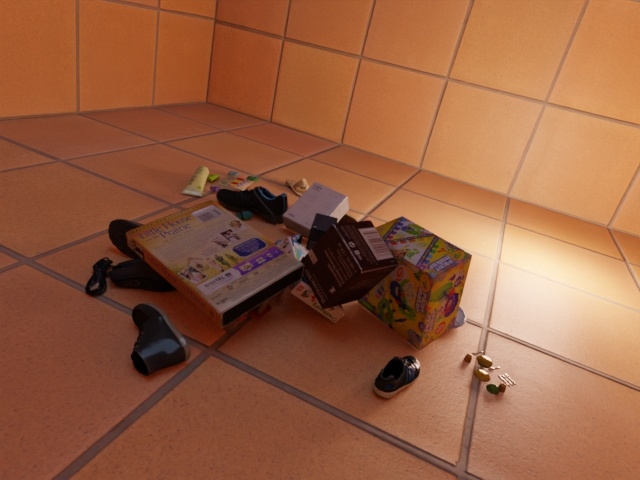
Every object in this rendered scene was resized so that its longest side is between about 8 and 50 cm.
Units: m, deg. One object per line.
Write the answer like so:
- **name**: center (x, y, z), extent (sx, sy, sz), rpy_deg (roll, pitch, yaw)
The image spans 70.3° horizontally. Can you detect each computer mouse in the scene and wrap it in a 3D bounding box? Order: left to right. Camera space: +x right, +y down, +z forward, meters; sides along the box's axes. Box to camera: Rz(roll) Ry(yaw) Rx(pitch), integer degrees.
- **computer mouse**: center (-0.548, 0.096, 1.369), extent (0.273, 0.072, 0.188), rpy_deg (5, 25, -17)

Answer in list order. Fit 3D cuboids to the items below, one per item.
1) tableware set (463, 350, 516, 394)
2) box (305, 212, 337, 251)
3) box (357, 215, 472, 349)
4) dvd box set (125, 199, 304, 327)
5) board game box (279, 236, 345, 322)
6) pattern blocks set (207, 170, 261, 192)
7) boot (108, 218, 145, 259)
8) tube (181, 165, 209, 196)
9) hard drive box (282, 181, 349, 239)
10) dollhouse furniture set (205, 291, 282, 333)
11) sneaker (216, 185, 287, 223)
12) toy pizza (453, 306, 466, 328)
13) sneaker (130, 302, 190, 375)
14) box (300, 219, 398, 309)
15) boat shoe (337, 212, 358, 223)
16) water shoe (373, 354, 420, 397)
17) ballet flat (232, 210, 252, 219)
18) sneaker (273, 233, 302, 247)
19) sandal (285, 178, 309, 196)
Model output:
- **tableware set**: center (0.483, 0.387, 1.329), extent (0.104, 0.024, 0.154), rpy_deg (-4, 31, -26)
- **box**: center (0.000, 0.000, 1.746), extent (0.093, 0.158, 0.156), rpy_deg (14, 25, 1)
- **box**: center (0.280, 0.127, 1.422), extent (0.177, 0.289, 0.279), rpy_deg (-23, 42, -32)
- **dvd box set**: center (-0.302, 0.043, 1.306), extent (0.421, 0.062, 0.308), rpy_deg (33, 41, 26)
- **board game box**: center (-0.033, 0.120, 1.493), extent (0.193, 0.053, 0.305), rpy_deg (38, 14, -25)
- **pattern blocks set**: center (-0.432, -0.282, 2.285), extent (0.286, 0.026, 0.325), rpy_deg (19, 25, 13)
- **boot**: center (-0.531, -0.006, 1.576), extent (0.339, 0.118, 0.222), rpy_deg (23, 21, -5)
- **tube**: center (-0.583, -0.276, 2.162), extent (0.070, 0.062, 0.240), rpy_deg (-25, 31, 18)
- **hard drive box**: center (-0.018, -0.121, 1.944), extent (0.181, 0.089, 0.232), rpy_deg (28, 62, 28)
- **dollhouse furniture set**: center (-0.267, 0.149, 1.378), extent (0.259, 0.135, 0.262), rpy_deg (34, 30, 15)
- **sneaker**: center (-0.298, -0.188, 2.019), extent (0.341, 0.139, 0.125), rpy_deg (17, 27, 10)
- **toy pizza**: center (0.402, 0.245, 1.575), extent (0.202, 0.032, 0.201), rpy_deg (11, 27, -6)
- **sneaker**: center (-0.431, 0.234, 1.119), extent (0.222, 0.083, 0.118), rpy_deg (31, 30, 31)
- **box**: center (0.079, 0.069, 1.325), extent (0.167, 0.203, 0.168), rpy_deg (-8, 58, -44)
- **boat shoe**: center (0.039, -0.107, 2.058), extent (0.286, 0.104, 0.089), rpy_deg (16, 23, 11)
- **water shoe**: center (0.217, 0.346, 1.209), extent (0.073, 0.080, 0.203), rpy_deg (28, 28, 28)
- **ballet flat**: center (-0.344, -0.104, 1.944), extent (0.041, 0.041, 0.114), rpy_deg (30, 28, 32)
- **sneaker**: center (-0.136, 0.022, 1.719), extent (0.086, 0.085, 0.237), rpy_deg (25, 25, 14)
- **sandal**: center (-0.109, -0.297, 2.419), extent (0.088, 0.079, 0.240), rpy_deg (-7, 32, -37)
